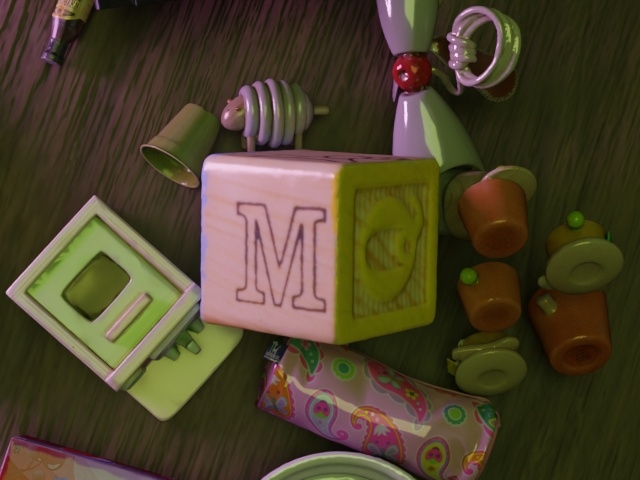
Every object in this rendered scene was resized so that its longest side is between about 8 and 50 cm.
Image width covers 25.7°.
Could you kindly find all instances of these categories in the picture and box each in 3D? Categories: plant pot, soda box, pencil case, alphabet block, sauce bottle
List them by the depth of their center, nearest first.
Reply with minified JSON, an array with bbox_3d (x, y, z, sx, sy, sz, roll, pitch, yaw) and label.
[{"bbox_3d":[0.000,0.000,1.562,0.197,0.192,0.193,7,100,39],"label":"alphabet block"},{"bbox_3d":[-0.237,0.300,1.621,0.263,0.092,0.083,17,83,-1],"label":"soda box"},{"bbox_3d":[0.065,0.192,1.636,0.284,0.124,0.124,24,84,1],"label":"pencil case"},{"bbox_3d":[-0.158,-0.118,1.673,0.083,0.083,0.079,33,72,0],"label":"plant pot"},{"bbox_3d":[-0.299,-0.272,1.689,0.042,0.042,0.128,20,83,-2],"label":"sauce bottle"}]

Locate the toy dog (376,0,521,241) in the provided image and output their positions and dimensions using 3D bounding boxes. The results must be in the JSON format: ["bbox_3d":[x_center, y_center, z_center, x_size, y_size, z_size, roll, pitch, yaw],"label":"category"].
[{"bbox_3d":[0.152,-0.143,1.644,0.220,0.161,0.334,24,115,34],"label":"toy dog"}]

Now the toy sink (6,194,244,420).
[{"bbox_3d":[-0.219,0.084,1.620,0.234,0.131,0.153,42,85,0],"label":"toy sink"}]

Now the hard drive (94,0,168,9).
[{"bbox_3d":[-0.100,-0.371,1.627,0.339,0.237,0.064,-8,131,-3],"label":"hard drive"}]

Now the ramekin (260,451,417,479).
[{"bbox_3d":[0.017,0.378,1.610,0.277,0.135,0.277,0,85,-3],"label":"ramekin"}]

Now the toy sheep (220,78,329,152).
[{"bbox_3d":[-0.054,-0.150,1.676,0.132,0.091,0.091,-6,86,-18],"label":"toy sheep"}]

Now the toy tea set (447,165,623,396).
[{"bbox_3d":[0.238,0.034,1.598,0.200,0.336,0.124,-7,46,-1],"label":"toy tea set"}]
